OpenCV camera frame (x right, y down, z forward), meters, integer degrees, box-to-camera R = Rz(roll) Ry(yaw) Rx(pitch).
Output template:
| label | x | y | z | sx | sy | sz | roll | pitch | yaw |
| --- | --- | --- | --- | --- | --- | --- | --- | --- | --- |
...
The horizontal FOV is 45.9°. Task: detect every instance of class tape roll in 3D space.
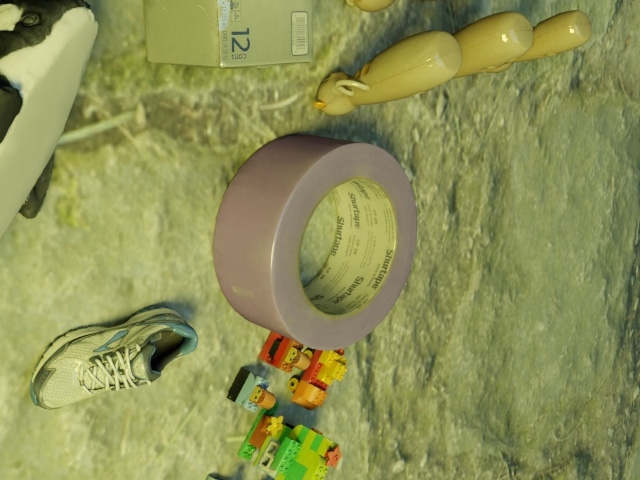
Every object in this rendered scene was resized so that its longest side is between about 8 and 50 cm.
| label | x | y | z | sx | sy | sz | roll | pitch | yaw |
| --- | --- | --- | --- | --- | --- | --- | --- | --- | --- |
| tape roll | 0.000 | 0.000 | 0.692 | 0.189 | 0.080 | 0.188 | -15 | 112 | -42 |

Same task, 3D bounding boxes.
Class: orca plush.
| label | x | y | z | sx | sy | sz | roll | pitch | yaw |
| --- | --- | --- | --- | --- | --- | --- | --- | --- | --- |
| orca plush | -0.241 | -0.031 | 0.457 | 0.151 | 0.102 | 0.287 | -86 | -161 | -83 |

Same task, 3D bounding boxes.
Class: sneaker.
| label | x | y | z | sx | sy | sz | roll | pitch | yaw |
| --- | --- | --- | --- | --- | --- | --- | --- | --- | --- |
| sneaker | -0.153 | 0.090 | 0.576 | 0.135 | 0.058 | 0.052 | -27 | 120 | -37 |

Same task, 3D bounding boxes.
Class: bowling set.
| label | x | y | z | sx | sy | sz | roll | pitch | yaw |
| --- | --- | --- | --- | --- | --- | --- | --- | --- | --- |
| bowling set | 0.112 | -0.240 | 0.719 | 0.287 | 0.154 | 0.199 | -18 | 96 | -40 |

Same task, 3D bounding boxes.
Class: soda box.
| label | x | y | z | sx | sy | sz | roll | pitch | yaw |
| --- | --- | --- | --- | --- | --- | --- | --- | --- | --- |
| soda box | -0.069 | -0.268 | 0.528 | 0.091 | 0.098 | 0.286 | -16 | 112 | -41 |

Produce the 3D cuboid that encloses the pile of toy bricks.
| label | x | y | z | sx | sy | sz | roll | pitch | yaw |
| --- | --- | --- | --- | --- | --- | --- | --- | --- | --- |
| pile of toy bricks | -0.025 | 0.193 | 0.704 | 0.118 | 0.105 | 0.212 | 37 | 74 | -45 |
